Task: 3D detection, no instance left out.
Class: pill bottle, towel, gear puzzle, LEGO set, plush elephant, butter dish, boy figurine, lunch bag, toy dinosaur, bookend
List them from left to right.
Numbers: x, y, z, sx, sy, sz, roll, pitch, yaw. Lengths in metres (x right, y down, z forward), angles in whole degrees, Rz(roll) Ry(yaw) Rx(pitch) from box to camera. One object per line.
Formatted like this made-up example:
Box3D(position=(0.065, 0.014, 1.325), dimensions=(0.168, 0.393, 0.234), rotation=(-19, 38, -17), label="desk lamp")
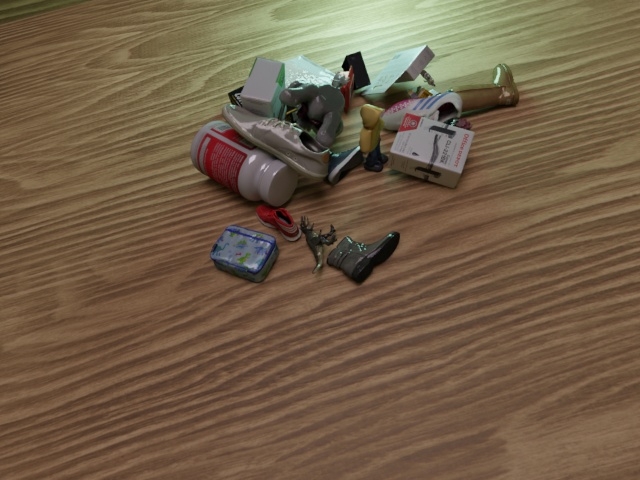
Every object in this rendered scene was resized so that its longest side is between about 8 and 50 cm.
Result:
Box3D(position=(-0.270, 0.040, 1.619), dimensions=(0.219, 0.090, 0.176), rotation=(17, 58, 19), label="lunch bag")
Box3D(position=(-0.293, -0.295, 1.767), dimensions=(0.407, 0.229, 0.229), rotation=(30, 66, 26), label="pill bottle")
Box3D(position=(-0.096, -0.750, 2.091), dimensions=(0.317, 0.053, 0.332), rotation=(-31, 58, -33), label="towel")
Box3D(position=(-0.034, -0.513, 1.817), dimensions=(0.272, 0.255, 0.330), rotation=(41, 59, -12), label="plush elephant")
Box3D(position=(0.000, 0.000, 1.603), dimensions=(0.118, 0.064, 0.268), rotation=(-27, 44, 10), label="toy dinosaur")
Box3D(position=(0.081, -0.669, 1.997), dimensions=(0.118, 0.160, 0.160), rotation=(8, 58, 8), label="butter dish")
Box3D(position=(0.163, -0.767, 2.093), dimensions=(0.072, 0.156, 0.157), rotation=(-19, 94, -4), label="bookend")
Box3D(position=(0.205, -0.403, 1.721), dimensions=(0.092, 0.285, 0.177), rotation=(21, 58, 23), label="boy figurine")
Box3D(position=(0.361, -0.599, 1.942), dimensions=(0.287, 0.132, 0.107), rotation=(-36, 36, 13), label="LEGO set")
Box3D(position=(0.457, -0.410, 1.826), dimensions=(0.175, 0.044, 0.339), rotation=(32, 66, 27), label="gear puzzle")

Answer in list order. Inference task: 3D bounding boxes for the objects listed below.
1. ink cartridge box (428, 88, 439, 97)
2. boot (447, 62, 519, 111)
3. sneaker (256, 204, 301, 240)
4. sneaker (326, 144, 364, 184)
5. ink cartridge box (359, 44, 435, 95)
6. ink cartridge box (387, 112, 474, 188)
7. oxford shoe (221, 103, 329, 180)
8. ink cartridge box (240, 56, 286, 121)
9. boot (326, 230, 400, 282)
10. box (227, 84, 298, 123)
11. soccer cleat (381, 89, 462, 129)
Box3D(position=(0.504, -0.607, 1.964), dimensions=(0.063, 0.029, 0.115), rotation=(-35, 60, -15), label="ink cartridge box")
Box3D(position=(0.674, -0.649, 1.915), dimensions=(0.269, 0.089, 0.236), rotation=(-7, 56, 0), label="boot")
Box3D(position=(-0.164, -0.098, 1.669), dimensions=(0.221, 0.128, 0.087), rotation=(31, 66, 27), label="sneaker")
Box3D(position=(0.071, -0.346, 1.825), dimensions=(0.226, 0.086, 0.163), rotation=(-41, 61, -16), label="sneaker")
Box3D(position=(0.323, -0.709, 1.954), dimensions=(0.261, 0.066, 0.296), rotation=(-49, 22, 2), label="ink cartridge box")
Box3D(position=(0.416, -0.339, 1.705), dimensions=(0.273, 0.114, 0.197), rotation=(20, 69, 10), label="ink cartridge box")
Box3D(position=(-0.150, -0.385, 1.641), dimensions=(0.449, 0.130, 0.169), rotation=(33, 33, 4), label="oxford shoe")
Box3D(position=(-0.218, -0.540, 1.807), dimensions=(0.121, 0.289, 0.211), rotation=(12, 65, 4), label="ink cartridge box")
Box3D(position=(0.145, 0.023, 1.565), dimensions=(0.246, 0.083, 0.161), rotation=(-41, 53, -19), label="boot")
Box3D(position=(-0.247, -0.626, 2.082), dimensions=(0.257, 0.079, 0.322), rotation=(-30, 56, -9), label="box")
Box3D(position=(0.405, -0.508, 1.823), dimensions=(0.331, 0.116, 0.143), rotation=(-14, 45, 18), label="soccer cleat")
